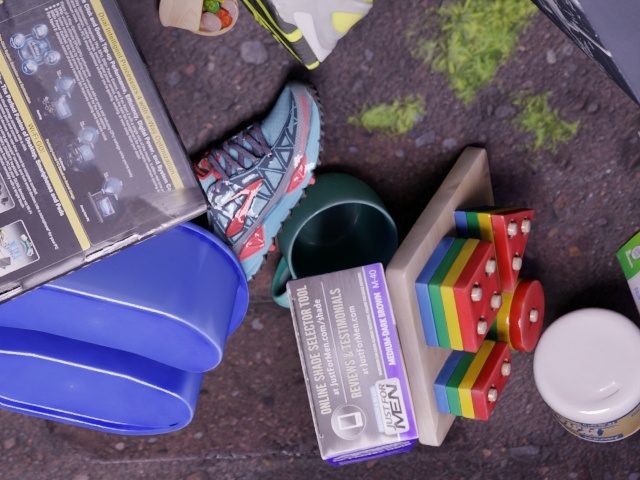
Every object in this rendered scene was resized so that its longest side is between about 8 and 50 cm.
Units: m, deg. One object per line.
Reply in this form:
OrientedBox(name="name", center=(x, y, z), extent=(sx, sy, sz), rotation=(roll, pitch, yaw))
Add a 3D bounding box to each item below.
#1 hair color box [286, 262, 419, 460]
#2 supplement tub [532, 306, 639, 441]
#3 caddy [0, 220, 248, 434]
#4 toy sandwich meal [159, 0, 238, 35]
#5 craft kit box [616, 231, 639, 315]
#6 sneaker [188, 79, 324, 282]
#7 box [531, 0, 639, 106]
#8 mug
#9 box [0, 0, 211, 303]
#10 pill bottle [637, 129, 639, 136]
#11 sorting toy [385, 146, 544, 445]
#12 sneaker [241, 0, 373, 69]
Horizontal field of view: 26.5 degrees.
OrientedBox(name="hair color box", center=(0.039, 0.148, 1.507), extent=(0.110, 0.339, 0.185), rotation=(-12, 79, 2))
OrientedBox(name="supplement tub", center=(0.352, 0.176, 1.721), extent=(0.144, 0.144, 0.199), rotation=(-34, 155, 4))
OrientedBox(name="caddy", center=(-0.248, 0.067, 1.479), extent=(0.341, 0.179, 0.241), rotation=(15, 135, -14))
OrientedBox(name="toy sandwich meal", center=(-0.127, -0.242, 1.412), extent=(0.086, 0.029, 0.085), rotation=(9, 134, 10))
OrientedBox(name="craft kit box", center=(0.507, 0.129, 1.717), extent=(0.250, 0.246, 0.061), rotation=(24, 122, -29))
OrientedBox(name="sneaker", center=(-0.086, -0.067, 1.503), extent=(0.125, 0.104, 0.261), rotation=(18, 113, -23))
OrientedBox(name="box", center=(0.249, -0.348, 1.312), extent=(0.179, 0.312, 0.343), rotation=(-38, 123, 7))
OrientedBox(name="mug", center=(0.002, -0.008, 1.568), extent=(0.158, 0.097, 0.129), rotation=(-20, 124, -4))
OrientedBox(name="box", center=(-0.326, -0.143, 1.278), extent=(0.318, 0.097, 0.395), rotation=(-25, 92, 0))
OrientedBox(name="pill bottle", center=(0.498, -0.163, 1.608), extent=(0.229, 0.131, 0.131), rotation=(-40, 123, 9))
OrientedBox(name="sorting toy", center=(0.184, 0.066, 1.577), extent=(0.089, 0.255, 0.257), rotation=(6, 128, 27))
OrientedBox(name="sneaker", center=(-0.041, -0.318, 1.303), extent=(0.147, 0.145, 0.384), rotation=(-43, 156, -3))
